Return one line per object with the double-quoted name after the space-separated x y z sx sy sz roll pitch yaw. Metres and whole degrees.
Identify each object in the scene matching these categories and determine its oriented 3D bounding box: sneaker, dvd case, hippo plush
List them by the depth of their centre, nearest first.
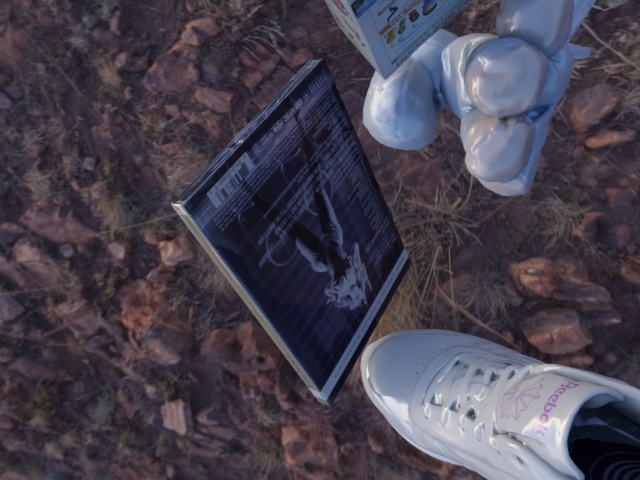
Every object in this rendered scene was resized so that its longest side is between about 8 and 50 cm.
0.143 0.115 0.373 0.305 0.114 0.152 15 153 44 "sneaker"
0.000 0.000 0.410 0.018 0.164 0.221 6 138 39 "dvd case"
0.171 -0.216 0.645 0.237 0.234 0.294 20 74 28 "hippo plush"

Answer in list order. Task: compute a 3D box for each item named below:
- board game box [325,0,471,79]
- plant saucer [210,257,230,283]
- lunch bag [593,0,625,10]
0.081 -0.293 0.422 0.224 0.303 0.097 -40 73 9 "board game box"
-0.067 -0.018 0.632 0.169 0.029 0.168 -2 82 15 "plant saucer"
0.428 -0.449 0.623 0.235 0.287 0.169 -44 58 0 "lunch bag"
